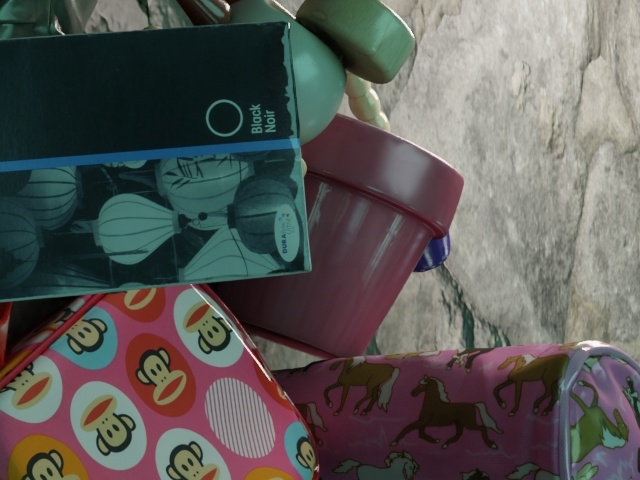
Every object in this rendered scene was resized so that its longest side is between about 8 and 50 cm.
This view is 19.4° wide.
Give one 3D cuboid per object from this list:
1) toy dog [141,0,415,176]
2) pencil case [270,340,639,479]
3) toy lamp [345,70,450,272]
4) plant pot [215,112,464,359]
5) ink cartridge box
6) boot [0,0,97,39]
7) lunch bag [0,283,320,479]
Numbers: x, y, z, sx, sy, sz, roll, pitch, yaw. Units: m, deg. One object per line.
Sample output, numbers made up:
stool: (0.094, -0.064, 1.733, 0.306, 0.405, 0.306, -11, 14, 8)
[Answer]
toy dog: (-0.084, -0.132, 1.356, 0.161, 0.334, 0.220, 43, 60, -21)
pencil case: (0.082, 0.171, 1.470, 0.167, 0.386, 0.160, 24, 65, -45)
toy lamp: (0.056, -0.093, 1.761, 0.080, 0.080, 0.274, -53, 129, -47)
plant pot: (0.000, 0.000, 1.564, 0.201, 0.201, 0.180, 30, 77, -54)
ink cartridge box: (-0.177, -0.045, 1.172, 0.065, 0.333, 0.165, -171, -105, -80)
boot: (-0.234, -0.171, 1.293, 0.246, 0.083, 0.161, 23, 73, -54)
lunch bag: (-0.150, 0.141, 1.313, 0.258, 0.120, 0.293, 54, 37, -5)
